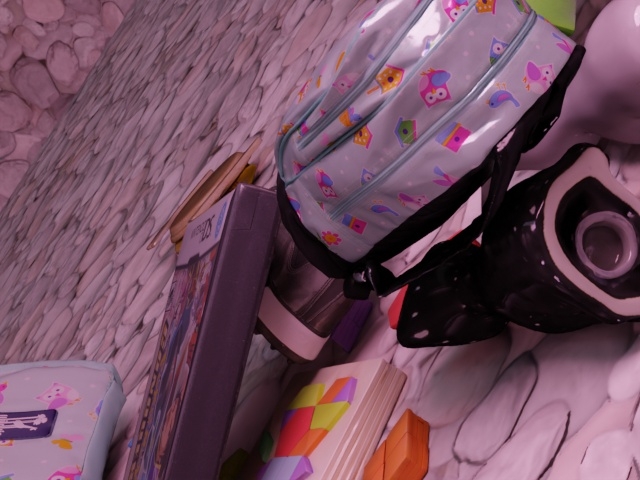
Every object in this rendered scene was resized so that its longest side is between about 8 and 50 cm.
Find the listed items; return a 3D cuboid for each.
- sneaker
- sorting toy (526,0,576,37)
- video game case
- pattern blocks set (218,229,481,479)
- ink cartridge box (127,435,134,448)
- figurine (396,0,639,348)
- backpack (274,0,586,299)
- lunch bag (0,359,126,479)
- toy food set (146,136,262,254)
[{"bbox_3d":[0.000,0.000,1.142,0.106,0.078,0.234,-45,17,13],"label":"sneaker"},{"bbox_3d":[0.135,-0.207,1.024,0.196,0.047,0.348,119,163,-54],"label":"sorting toy"},{"bbox_3d":[-0.093,0.108,1.089,0.248,0.035,0.275,159,126,-77],"label":"video game case"},{"bbox_3d":[-0.018,0.155,1.022,0.285,0.026,0.325,-34,27,49],"label":"pattern blocks set"},{"bbox_3d":[-0.120,0.145,1.306,0.083,0.028,0.048,-56,17,-8],"label":"ink cartridge box"},{"bbox_3d":[0.133,-0.037,0.901,0.215,0.092,0.209,-60,14,-23],"label":"figurine"},{"bbox_3d":[0.051,-0.065,0.822,0.152,0.115,0.182,-58,7,-26],"label":"backpack"},{"bbox_3d":[-0.287,0.228,1.381,0.262,0.160,0.223,-36,19,17],"label":"lunch bag"},{"bbox_3d":[-0.109,-0.036,1.626,0.132,0.038,0.192,-52,10,-18],"label":"toy food set"}]
